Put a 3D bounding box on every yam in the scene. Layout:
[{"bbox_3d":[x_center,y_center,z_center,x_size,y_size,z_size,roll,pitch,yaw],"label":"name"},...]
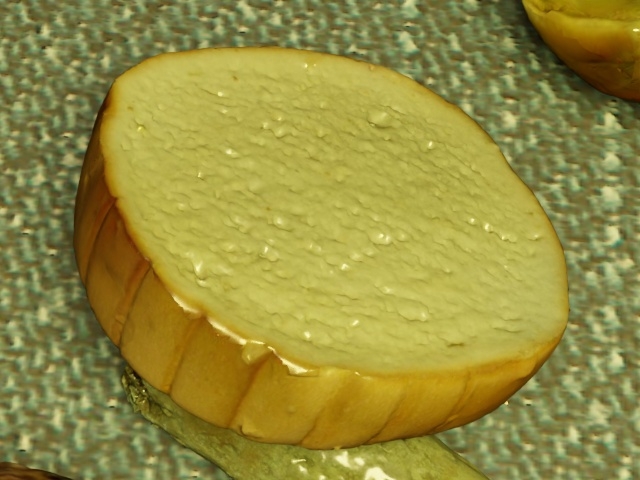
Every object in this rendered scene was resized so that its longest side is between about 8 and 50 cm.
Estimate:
[{"bbox_3d":[-0.010,0.092,0.695,0.179,0.078,0.078,35,72,9],"label":"yam"}]

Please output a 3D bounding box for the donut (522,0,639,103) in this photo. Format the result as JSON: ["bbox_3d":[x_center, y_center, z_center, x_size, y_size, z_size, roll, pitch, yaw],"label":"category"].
[{"bbox_3d":[0.261,-0.151,0.666,0.360,0.360,0.170,15,69,4],"label":"donut"}]

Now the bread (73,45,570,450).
[{"bbox_3d":[0.000,0.000,0.684,0.236,0.070,0.236,14,43,-13],"label":"bread"}]

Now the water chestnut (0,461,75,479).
[{"bbox_3d":[-0.138,0.229,0.503,0.335,0.347,0.335,5,64,-10],"label":"water chestnut"}]
